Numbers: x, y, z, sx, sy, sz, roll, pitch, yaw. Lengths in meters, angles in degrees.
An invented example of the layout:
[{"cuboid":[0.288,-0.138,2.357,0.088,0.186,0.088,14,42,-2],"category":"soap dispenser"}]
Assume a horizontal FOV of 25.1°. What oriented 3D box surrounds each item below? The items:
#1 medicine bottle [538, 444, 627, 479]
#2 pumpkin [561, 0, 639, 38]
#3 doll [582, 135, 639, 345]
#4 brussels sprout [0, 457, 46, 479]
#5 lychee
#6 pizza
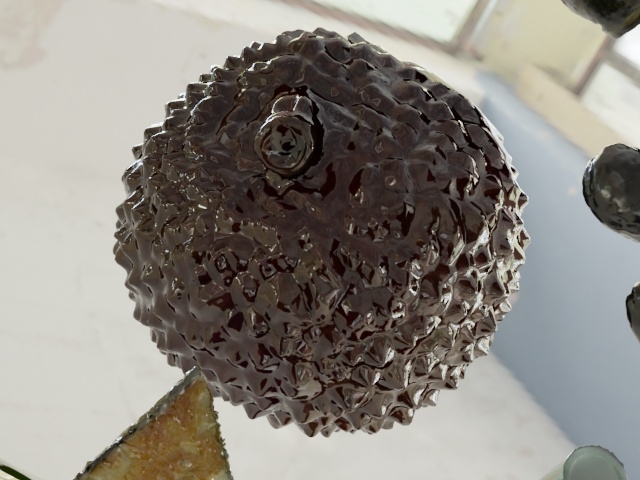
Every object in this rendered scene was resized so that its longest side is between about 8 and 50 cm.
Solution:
[{"cuboid":[0.208,0.253,1.312,0.074,0.218,0.074,7,-119,-12],"category":"medicine bottle"},{"cuboid":[0.222,-0.247,1.124,0.108,0.119,0.183,34,-148,-14],"category":"pumpkin"},{"cuboid":[0.244,-0.021,0.822,0.135,0.143,0.234,19,-136,-40],"category":"doll"},{"cuboid":[-0.174,0.195,0.456,0.344,0.344,0.268,17,-122,-27],"category":"brussels sprout"},{"cuboid":[0.000,0.000,1.046,0.306,0.306,0.330,41,161,29],"category":"lychee"},{"cuboid":[-0.105,0.153,0.797,0.185,0.176,0.036,6,-177,-17],"category":"pizza"}]
